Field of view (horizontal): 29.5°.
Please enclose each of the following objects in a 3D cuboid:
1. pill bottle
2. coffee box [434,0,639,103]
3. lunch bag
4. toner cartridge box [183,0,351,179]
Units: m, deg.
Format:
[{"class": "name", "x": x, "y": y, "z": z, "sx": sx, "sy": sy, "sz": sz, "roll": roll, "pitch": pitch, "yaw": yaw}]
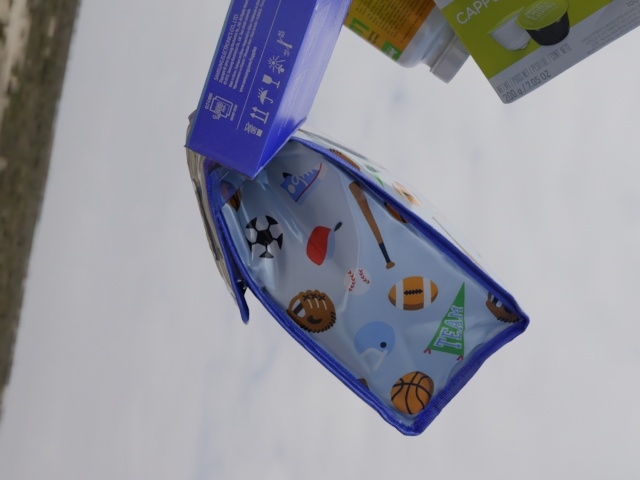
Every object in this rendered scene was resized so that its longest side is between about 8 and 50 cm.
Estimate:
[{"class": "pill bottle", "x": 0.120, "y": -0.344, "z": 1.818, "sx": 0.136, "sy": 0.245, "sz": 0.136, "roll": -55, "pitch": -179, "yaw": 2}, {"class": "coffee box", "x": 0.340, "y": -0.447, "z": 1.662, "sx": 0.337, "sy": 0.334, "sz": 0.338, "roll": -31, "pitch": -173, "yaw": 36}, {"class": "lunch bag", "x": 0.000, "y": 0.000, "z": 1.394, "sx": 0.239, "sy": 0.385, "sz": 0.328, "roll": -47, "pitch": -164, "yaw": 3}, {"class": "toner cartridge box", "x": -0.013, "y": -0.240, "z": 1.076, "sx": 0.165, "sy": 0.075, "sz": 0.348, "roll": -57, "pitch": 171, "yaw": -59}]
